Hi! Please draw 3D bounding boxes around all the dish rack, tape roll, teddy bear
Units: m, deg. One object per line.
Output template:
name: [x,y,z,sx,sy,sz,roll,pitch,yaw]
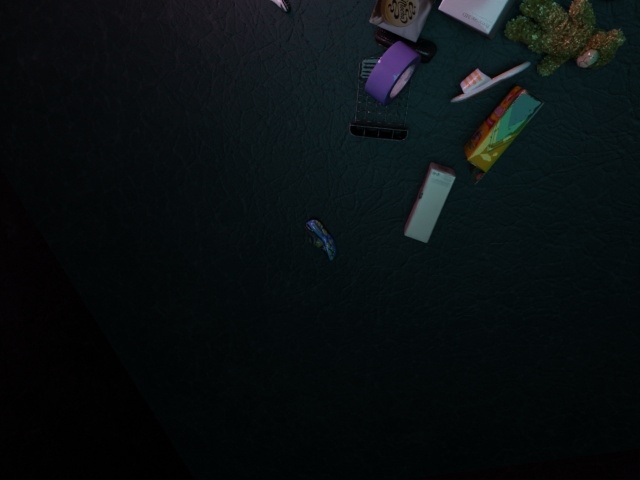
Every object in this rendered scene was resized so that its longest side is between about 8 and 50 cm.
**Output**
dish rack: [0.216,-0.494,1.677,0.209,0.074,0.271,7,114,7]
tape roll: [0.230,-0.528,1.529,0.080,0.189,0.189,39,115,9]
teddy bear: [0.733,-0.617,1.462,0.338,0.113,0.245,37,138,-14]

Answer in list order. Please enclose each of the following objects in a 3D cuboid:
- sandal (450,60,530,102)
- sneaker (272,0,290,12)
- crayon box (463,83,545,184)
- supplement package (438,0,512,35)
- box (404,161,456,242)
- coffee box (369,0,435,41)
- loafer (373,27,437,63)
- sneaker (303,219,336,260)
sandal: [0.547,-0.538,1.581,0.265,0.102,0.076,-24,94,22]
sneaker: [-0.145,-0.819,1.634,0.044,0.040,0.109,-26,103,37]
crayon box: [0.579,-0.354,1.594,0.081,0.202,0.318,33,115,-3]
supplement package: [0.511,-0.778,1.422,0.178,0.175,0.292,33,116,11]
box: [0.401,-0.140,1.774,0.094,0.113,0.275,20,114,3]
coffee box: [0.284,-0.786,1.451,0.168,0.118,0.297,24,141,-1]
loafer: [0.274,-0.640,1.598,0.220,0.080,0.078,29,160,13]
sneaker: [0.000,0.000,1.949,0.078,0.067,0.188,-22,110,41]
